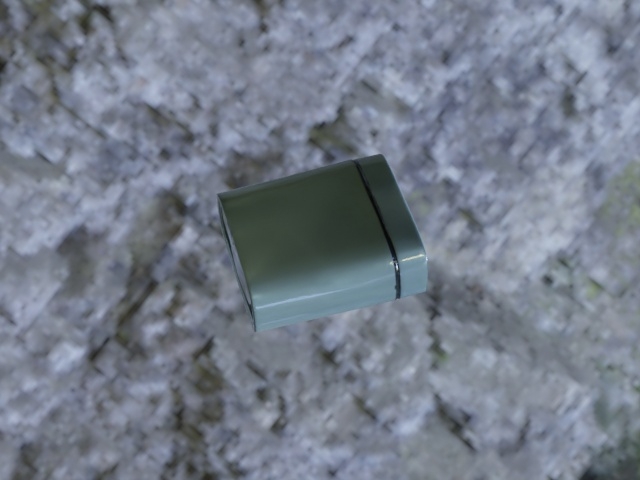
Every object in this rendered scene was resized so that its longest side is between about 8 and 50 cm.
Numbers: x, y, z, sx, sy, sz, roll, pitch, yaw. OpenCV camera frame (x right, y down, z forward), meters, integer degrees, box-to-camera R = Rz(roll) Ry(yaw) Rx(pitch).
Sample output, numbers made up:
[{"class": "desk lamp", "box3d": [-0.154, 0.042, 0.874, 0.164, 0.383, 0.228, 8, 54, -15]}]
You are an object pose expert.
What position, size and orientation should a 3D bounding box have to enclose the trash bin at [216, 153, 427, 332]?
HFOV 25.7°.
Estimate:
[{"class": "trash bin", "box3d": [0.000, 0.000, 1.023, 0.059, 0.130, 0.116, 86, -13, -49]}]
